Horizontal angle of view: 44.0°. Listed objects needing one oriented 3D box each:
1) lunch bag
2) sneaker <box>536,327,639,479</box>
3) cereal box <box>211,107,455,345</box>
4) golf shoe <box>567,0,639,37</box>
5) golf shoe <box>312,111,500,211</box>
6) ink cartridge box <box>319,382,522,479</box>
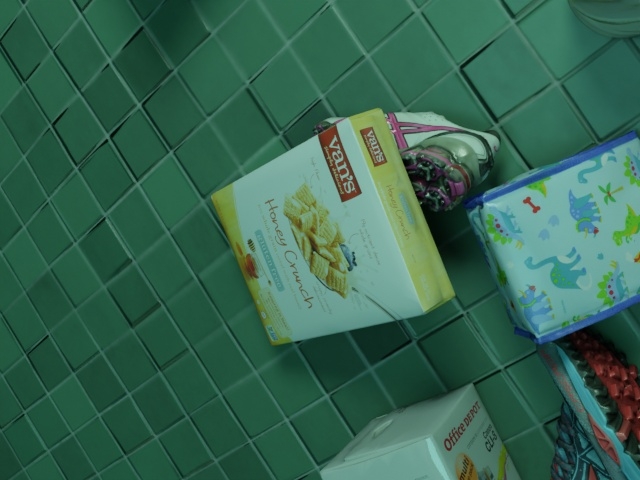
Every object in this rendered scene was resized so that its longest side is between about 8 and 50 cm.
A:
[{"bbox_3d":[0.211,-0.004,0.645,0.151,0.096,0.129,-23,91,1],"label":"lunch bag"},{"bbox_3d":[0.235,0.200,0.675,0.125,0.104,0.262,-28,88,32],"label":"sneaker"},{"bbox_3d":[0.000,0.000,0.733,0.240,0.047,0.173,-22,90,53],"label":"cereal box"},{"bbox_3d":[0.300,-0.234,0.516,0.306,0.140,0.115,-31,86,28],"label":"golf shoe"},{"bbox_3d":[0.074,-0.082,0.717,0.186,0.086,0.068,22,142,40],"label":"golf shoe"},{"bbox_3d":[0.110,0.248,0.736,0.127,0.128,0.176,-29,89,30],"label":"ink cartridge box"}]
